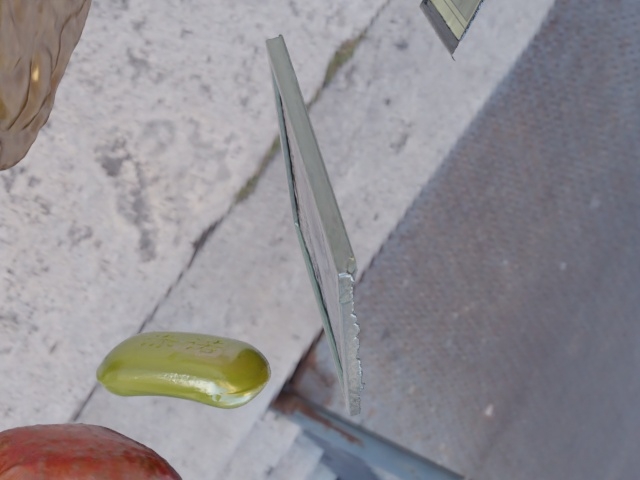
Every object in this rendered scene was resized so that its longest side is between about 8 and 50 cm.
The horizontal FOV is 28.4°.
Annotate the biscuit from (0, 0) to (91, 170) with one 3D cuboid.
[{"bbox_3d":[-0.130,-0.136,0.387,0.257,0.049,0.272,72,27,-52],"label":"biscuit"}]

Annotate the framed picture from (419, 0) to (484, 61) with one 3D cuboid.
[{"bbox_3d":[0.166,-0.302,1.320,0.010,0.199,0.195,23,111,-16],"label":"framed picture"}]

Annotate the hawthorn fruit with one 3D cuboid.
[{"bbox_3d":[-0.189,0.182,0.803,0.204,0.163,0.162,23,89,-30],"label":"hawthorn fruit"}]

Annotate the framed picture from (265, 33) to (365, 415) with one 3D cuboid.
[{"bbox_3d":[0.000,0.000,0.996,0.019,0.208,0.281,-14,151,-4],"label":"framed picture"}]

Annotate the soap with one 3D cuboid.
[{"bbox_3d":[-0.110,0.102,1.017,0.089,0.140,0.045,-51,143,-65],"label":"soap"}]
